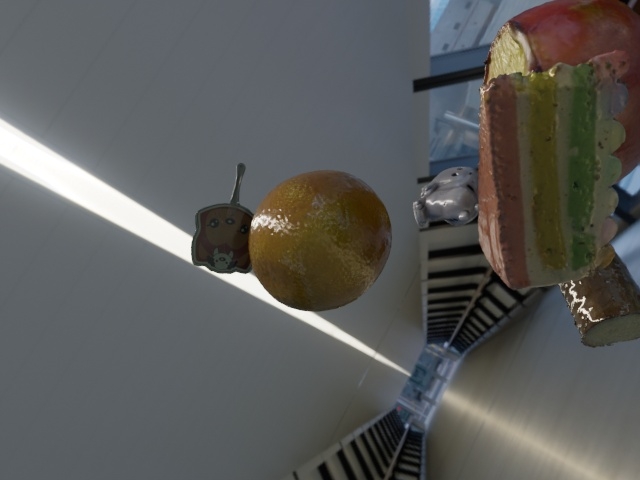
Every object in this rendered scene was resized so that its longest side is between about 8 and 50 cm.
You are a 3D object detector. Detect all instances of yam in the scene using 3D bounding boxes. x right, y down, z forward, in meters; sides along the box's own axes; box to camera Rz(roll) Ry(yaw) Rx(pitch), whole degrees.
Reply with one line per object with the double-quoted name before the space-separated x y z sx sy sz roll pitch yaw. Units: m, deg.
"yam" 0.551 0.093 0.941 0.238 0.129 0.128 -88 16 -49

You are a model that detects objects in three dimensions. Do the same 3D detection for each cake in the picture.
"cake" 0.203 -0.044 0.414 0.225 0.110 0.090 68 -169 -50

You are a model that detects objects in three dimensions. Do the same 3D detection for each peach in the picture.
"peach" 0.335 -0.192 0.675 0.338 0.281 0.281 0 -63 -43

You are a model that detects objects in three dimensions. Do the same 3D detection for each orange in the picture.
"orange" 0.000 0.000 0.737 0.236 0.236 0.236 -53 -21 -30

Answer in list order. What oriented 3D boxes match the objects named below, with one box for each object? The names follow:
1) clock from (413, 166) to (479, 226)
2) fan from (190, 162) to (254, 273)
"clock" 0.274 -0.085 0.914 0.176 0.117 0.079 -39 -58 -37
"fan" -0.171 -0.044 0.899 0.009 0.132 0.219 160 122 -74
